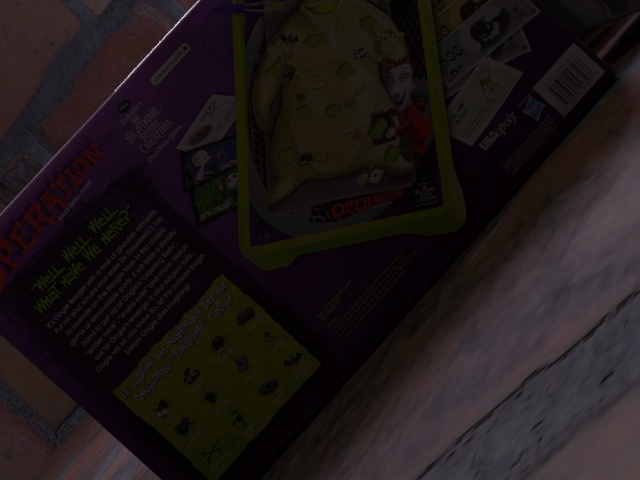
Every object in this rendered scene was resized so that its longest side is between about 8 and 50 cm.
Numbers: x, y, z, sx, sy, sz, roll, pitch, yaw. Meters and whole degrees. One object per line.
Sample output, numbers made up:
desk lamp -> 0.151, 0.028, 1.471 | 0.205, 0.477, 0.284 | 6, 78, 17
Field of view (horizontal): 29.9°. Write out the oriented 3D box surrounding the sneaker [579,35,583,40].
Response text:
sneaker -> 0.118, -0.100, 0.845 | 0.221, 0.083, 0.087 | -51, 20, 4

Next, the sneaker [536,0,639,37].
sneaker -> 0.134, -0.164, 0.784 | 0.281, 0.105, 0.115 | -13, 16, 30

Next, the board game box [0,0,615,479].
board game box -> -0.022, -0.037, 0.693 | 0.347, 0.208, 0.056 | -47, 5, -3
